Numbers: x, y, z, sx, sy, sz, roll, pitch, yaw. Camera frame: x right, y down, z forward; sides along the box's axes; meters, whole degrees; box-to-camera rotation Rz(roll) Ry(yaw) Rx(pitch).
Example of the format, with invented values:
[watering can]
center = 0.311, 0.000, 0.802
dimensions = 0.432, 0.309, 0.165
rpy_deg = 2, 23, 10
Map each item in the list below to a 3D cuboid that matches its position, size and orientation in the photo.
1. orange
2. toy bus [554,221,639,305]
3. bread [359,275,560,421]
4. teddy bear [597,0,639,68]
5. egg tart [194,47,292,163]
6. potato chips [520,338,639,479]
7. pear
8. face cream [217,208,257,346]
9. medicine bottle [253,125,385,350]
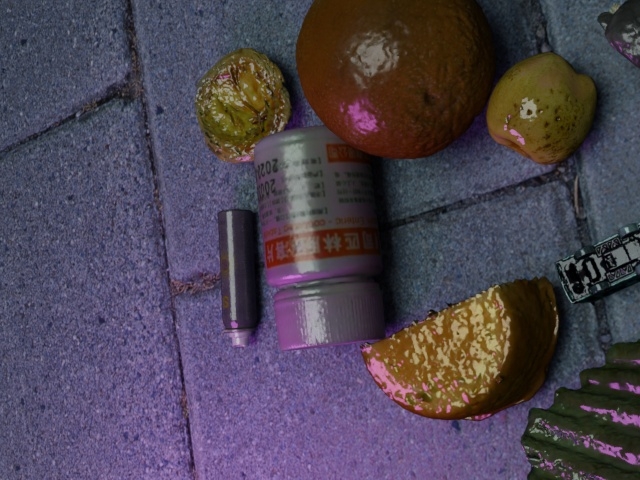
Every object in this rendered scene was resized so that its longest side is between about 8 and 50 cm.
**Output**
[orange]
center = 0.120, -0.309, 1.587
dimensions = 0.322, 0.322, 0.357
rpy_deg = -60, 37, 21
[toy bus]
center = 0.450, 0.036, 1.448
dimensions = 0.160, 0.092, 0.079
rpy_deg = -30, 69, 28
[bread]
center = 0.241, 0.199, 1.545
dimensions = 0.340, 0.194, 0.178
rpy_deg = -28, 70, 31
[teddy bear]
center = 0.547, -0.325, 1.362
dimensions = 0.251, 0.144, 0.171
rpy_deg = -34, 89, 34
[egg tart]
center = -0.150, -0.271, 1.947
dimensions = 0.252, 0.098, 0.231
rpy_deg = 38, 105, 29
[potato chips]
center = 0.447, 0.266, 1.320
dimensions = 0.389, 0.097, 0.373
rpy_deg = -34, 33, 47
[pear]
center = 0.352, -0.211, 1.503
dimensions = 0.178, 0.178, 0.177
rpy_deg = -1, 88, 39
[face cream]
center = -0.170, 0.077, 1.961
dimensions = 0.073, 0.073, 0.283
rpy_deg = -6, 85, 39
[medicine bottle]
center = 0.000, 0.000, 1.732
dimensions = 0.219, 0.219, 0.388
rpy_deg = -11, 82, 38
